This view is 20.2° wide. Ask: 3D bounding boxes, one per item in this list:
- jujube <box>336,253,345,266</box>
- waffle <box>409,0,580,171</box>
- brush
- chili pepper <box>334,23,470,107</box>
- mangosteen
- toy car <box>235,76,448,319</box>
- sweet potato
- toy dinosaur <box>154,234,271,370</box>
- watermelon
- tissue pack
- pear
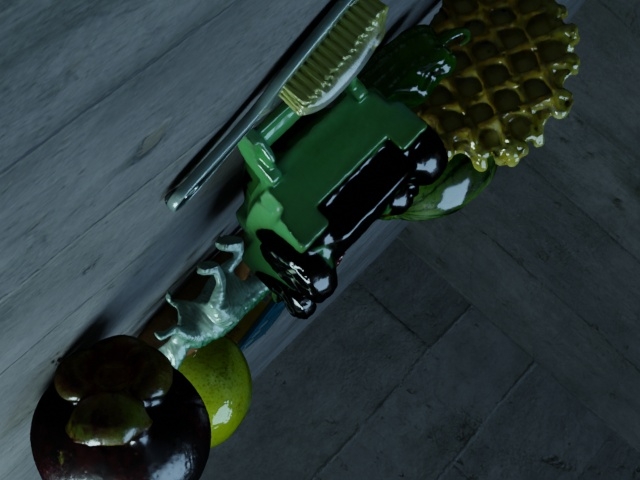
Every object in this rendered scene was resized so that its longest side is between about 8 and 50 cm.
[{"bbox_3d":[-0.003,-0.003,2.658,0.166,0.104,0.104,-55,172,21],"label":"jujube"},{"bbox_3d":[0.189,-0.211,2.178,0.056,0.249,0.253,56,45,-72],"label":"waffle"},{"bbox_3d":[-0.030,-0.128,1.690,0.297,0.060,0.068,-48,177,3],"label":"brush"},{"bbox_3d":[0.071,-0.162,2.107,0.257,0.100,0.074,-44,-142,20],"label":"chili pepper"},{"bbox_3d":[-0.217,0.202,1.945,0.210,0.210,0.210,-47,175,-6],"label":"mangosteen"},{"bbox_3d":[0.001,-0.058,1.907,0.213,0.176,0.358,-46,178,-13],"label":"toy car"},{"bbox_3d":[-0.150,0.088,2.223,0.314,0.072,0.066,-45,-158,-16],"label":"sweet potato"},{"bbox_3d":[-0.094,0.035,2.162,0.383,0.076,0.129,-36,141,-14],"label":"toy dinosaur"},{"bbox_3d":[0.123,-0.134,2.267,0.232,0.204,0.127,-51,153,-32],"label":"watermelon"},{"bbox_3d":[-0.094,0.081,2.570,0.169,0.082,0.120,-51,173,37],"label":"tissue pack"},{"bbox_3d":[-0.164,0.176,2.404,0.216,0.166,0.180,-69,162,-4],"label":"pear"}]
